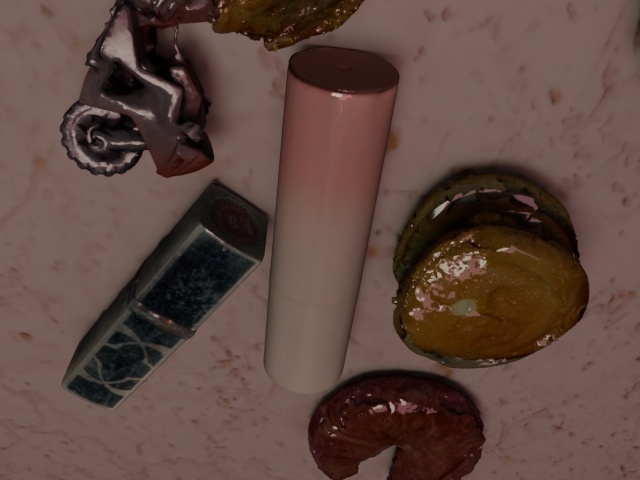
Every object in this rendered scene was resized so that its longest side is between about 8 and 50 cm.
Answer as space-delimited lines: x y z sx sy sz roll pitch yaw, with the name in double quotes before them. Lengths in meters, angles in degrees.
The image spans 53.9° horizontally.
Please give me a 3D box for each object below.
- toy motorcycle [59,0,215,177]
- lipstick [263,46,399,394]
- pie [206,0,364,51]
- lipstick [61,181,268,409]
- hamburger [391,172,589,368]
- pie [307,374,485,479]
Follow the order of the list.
"toy motorcycle" -0.115 -0.135 0.480 0.118 0.084 0.213 23 112 -13
"lipstick" 0.000 0.000 0.569 0.087 0.087 0.327 6 127 -2
"pie" -0.001 -0.189 0.443 0.170 0.034 0.092 -37 144 3
"lipstick" -0.164 0.069 0.635 0.077 0.076 0.289 32 124 -22
"hamburger" 0.148 0.034 0.584 0.177 0.113 0.186 -12 133 4
"pie" 0.094 0.245 0.769 0.218 0.054 0.204 13 126 -8
